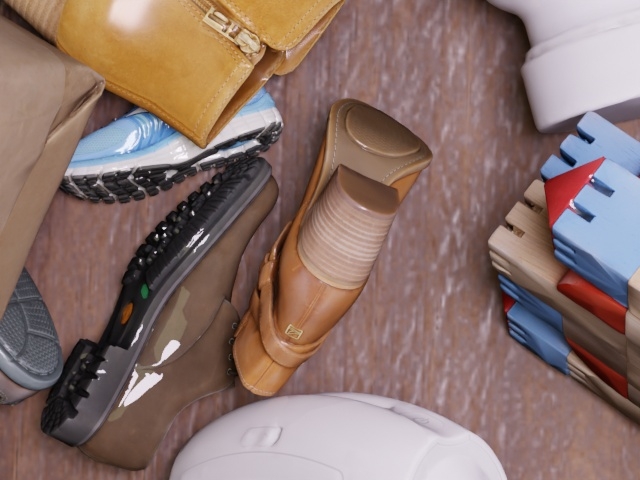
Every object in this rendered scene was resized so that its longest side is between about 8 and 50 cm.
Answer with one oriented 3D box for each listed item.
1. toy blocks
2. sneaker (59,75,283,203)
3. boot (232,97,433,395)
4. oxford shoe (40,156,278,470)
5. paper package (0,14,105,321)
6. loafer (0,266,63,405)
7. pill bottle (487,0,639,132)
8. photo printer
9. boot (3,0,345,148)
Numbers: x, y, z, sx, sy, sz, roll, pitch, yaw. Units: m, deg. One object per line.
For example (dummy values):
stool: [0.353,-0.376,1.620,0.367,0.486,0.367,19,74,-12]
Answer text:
toy blocks: [0.214,0.040,1.003,0.261,0.381,0.191,36,80,19]
sneaker: [-0.110,-0.076,1.171,0.162,0.063,0.073,-18,73,-4]
boot: [0.000,0.000,1.118,0.073,0.197,0.152,30,116,-1]
oxford shoe: [-0.086,0.049,1.159,0.096,0.083,0.227,34,86,-22]
paper package: [-0.340,-0.039,1.053,0.325,0.168,0.309,31,104,22]
loafer: [-0.271,0.005,1.166,0.084,0.096,0.267,-39,79,21]
pill bottle: [0.173,-0.261,1.076,0.210,0.210,0.363,-13,88,3]
photo printer: [0.011,0.246,1.061,0.107,0.256,0.307,-2,87,-39]
boot: [-0.065,-0.222,1.138,0.211,0.104,0.295,33,85,4]
